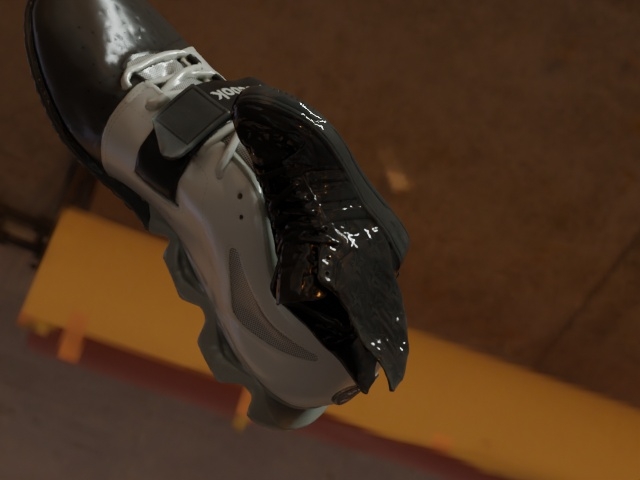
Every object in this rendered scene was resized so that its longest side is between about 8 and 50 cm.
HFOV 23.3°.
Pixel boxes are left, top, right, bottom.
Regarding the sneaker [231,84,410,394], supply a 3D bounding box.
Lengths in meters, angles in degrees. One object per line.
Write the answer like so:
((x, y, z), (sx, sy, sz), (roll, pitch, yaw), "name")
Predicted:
((-0.002, 0.000, 0.863), (0.051, 0.089, 0.170), (-15, -54, 45), "sneaker")

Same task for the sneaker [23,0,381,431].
((-0.054, -0.051, 0.960), (0.330, 0.122, 0.146), (55, -40, 2), "sneaker")
